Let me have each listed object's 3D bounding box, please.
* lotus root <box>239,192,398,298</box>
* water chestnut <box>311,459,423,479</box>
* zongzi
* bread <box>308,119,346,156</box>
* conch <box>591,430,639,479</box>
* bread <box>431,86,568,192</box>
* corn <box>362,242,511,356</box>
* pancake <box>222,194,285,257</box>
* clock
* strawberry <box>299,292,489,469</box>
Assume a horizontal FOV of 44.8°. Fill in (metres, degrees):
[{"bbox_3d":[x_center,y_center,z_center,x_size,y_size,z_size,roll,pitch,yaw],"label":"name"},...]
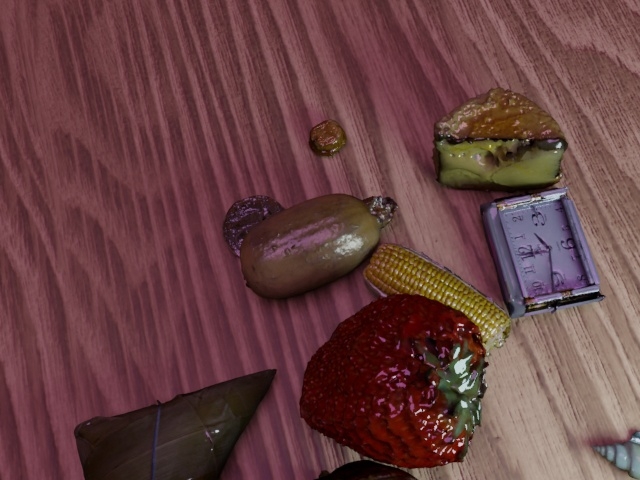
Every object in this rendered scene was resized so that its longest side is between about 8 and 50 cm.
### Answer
[{"bbox_3d":[0.000,0.000,1.535,0.343,0.151,0.169,-24,85,-2],"label":"lotus root"},{"bbox_3d":[0.050,0.498,1.286,0.335,0.335,0.347,-23,38,-3],"label":"water chestnut"},{"bbox_3d":[-0.215,0.425,1.369,0.393,0.174,0.356,-19,50,-8],"label":"zongzi"},{"bbox_3d":[0.015,-0.225,1.685,0.081,0.046,0.083,15,73,17],"label":"bread"},{"bbox_3d":[0.572,0.390,1.387,0.180,0.088,0.065,17,115,5],"label":"conch"},{"bbox_3d":[0.358,-0.190,1.561,0.262,0.204,0.162,8,58,13],"label":"bread"},{"bbox_3d":[0.225,0.115,1.502,0.305,0.122,0.123,34,33,14],"label":"corn"},{"bbox_3d":[-0.132,-0.023,1.633,0.158,0.028,0.158,-1,68,2],"label":"pancake"},{"bbox_3d":[0.431,0.026,1.524,0.186,0.083,0.253,-11,68,2],"label":"clock"},{"bbox_3d":[0.122,0.250,1.390,0.351,0.267,0.312,-9,53,37],"label":"strawberry"}]
